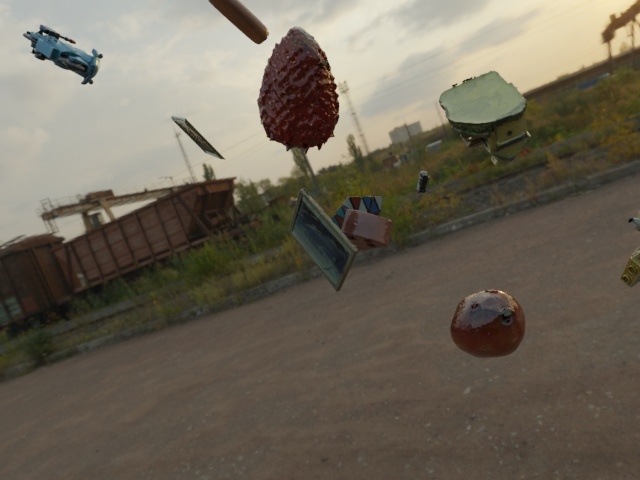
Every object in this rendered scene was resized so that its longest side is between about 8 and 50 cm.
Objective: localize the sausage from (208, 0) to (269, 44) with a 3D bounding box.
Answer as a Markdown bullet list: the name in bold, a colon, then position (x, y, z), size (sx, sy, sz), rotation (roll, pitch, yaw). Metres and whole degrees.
- **sausage**: position (-0.326, -0.891, 1.859), size (0.086, 0.289, 0.086), rotation (-39, 29, 26)

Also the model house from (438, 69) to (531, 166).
- **model house**: position (0.606, -0.423, 1.749), size (0.261, 0.266, 0.321), rotation (-22, 43, 10)

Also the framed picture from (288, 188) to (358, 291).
- **framed picture**: position (0.000, 0.000, 1.770), size (0.022, 0.335, 0.247), rotation (-23, -29, -32)

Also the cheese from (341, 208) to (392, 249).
- **cheese**: position (0.168, -0.053, 1.977), size (0.177, 0.128, 0.203), rotation (26, -18, -29)

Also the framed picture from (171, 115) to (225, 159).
- **framed picture**: position (-0.489, -0.406, 1.869), size (0.017, 0.217, 0.274), rotation (-49, 30, -7)

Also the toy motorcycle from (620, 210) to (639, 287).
- **toy motorcycle**: position (0.612, -0.001, 0.858), size (0.129, 0.229, 0.094), rotation (-18, 47, -17)

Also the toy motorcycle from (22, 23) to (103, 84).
- **toy motorcycle**: position (-0.834, -0.609, 1.548), size (0.124, 0.272, 0.182), rotation (-61, -17, 15)

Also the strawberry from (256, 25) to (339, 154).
- **strawberry**: position (-0.054, -0.460, 1.472), size (0.292, 0.292, 0.343), rotation (-24, -33, -28)

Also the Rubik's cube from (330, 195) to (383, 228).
- **Rubik's cube**: position (0.167, -0.111, 2.155), size (0.284, 0.250, 0.234), rotation (-20, -32, 8)

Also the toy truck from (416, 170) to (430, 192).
- **toy truck**: position (0.408, -0.234, 1.886), size (0.039, 0.083, 0.044), rotation (-3, 39, -7)

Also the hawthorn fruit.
- **hawthorn fruit**: position (0.396, 0.197, 1.099), size (0.169, 0.169, 0.188), rotation (-22, -10, -12)
